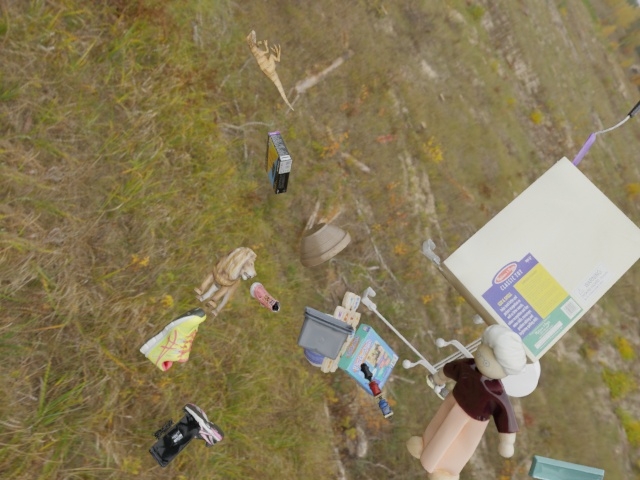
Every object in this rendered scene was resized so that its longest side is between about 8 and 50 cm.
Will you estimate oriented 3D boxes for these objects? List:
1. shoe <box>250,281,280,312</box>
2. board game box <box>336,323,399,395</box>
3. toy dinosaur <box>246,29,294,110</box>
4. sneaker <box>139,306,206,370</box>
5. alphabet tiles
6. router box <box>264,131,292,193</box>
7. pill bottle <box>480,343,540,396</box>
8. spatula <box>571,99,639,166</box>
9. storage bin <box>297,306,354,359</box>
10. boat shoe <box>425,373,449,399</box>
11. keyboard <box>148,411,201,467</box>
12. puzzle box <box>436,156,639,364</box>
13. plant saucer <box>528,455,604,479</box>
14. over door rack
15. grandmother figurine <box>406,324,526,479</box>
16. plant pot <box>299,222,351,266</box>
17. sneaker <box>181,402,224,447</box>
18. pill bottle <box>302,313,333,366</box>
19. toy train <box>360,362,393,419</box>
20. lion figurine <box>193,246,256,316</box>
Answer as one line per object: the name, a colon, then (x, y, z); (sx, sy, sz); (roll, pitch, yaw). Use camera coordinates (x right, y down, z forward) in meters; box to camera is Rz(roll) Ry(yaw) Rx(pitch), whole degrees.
shoe: (-0.226, 0.239, 1.992); (0.064, 0.081, 0.178); (-55, 148, -22)
board game box: (0.160, 0.395, 1.566); (0.160, 0.047, 0.210); (-55, 129, -19)
toy dinosaur: (-0.132, -0.444, 1.241); (0.212, 0.064, 0.112); (52, 40, -34)
sneaker: (-0.328, 0.234, 1.122); (0.094, 0.208, 0.081); (53, 26, 4)
alphabet tiles: (0.072, 0.322, 1.674); (0.278, 0.021, 0.285); (32, 75, -66)
router box: (-0.150, -0.268, 1.664); (0.046, 0.179, 0.133); (-14, 61, -19)
pill bottle: (0.512, 0.331, 1.295); (0.137, 0.136, 0.245); (68, 14, 3)
spatula: (0.739, -0.295, 1.184); (0.030, 0.296, 0.084); (54, 24, 22)
storage bin: (0.004, 0.237, 1.217); (0.135, 0.098, 0.091); (24, 90, -1)
boat shoe: (0.502, 0.616, 2.004); (0.152, 0.049, 0.056); (43, 30, -16)
keyboard: (-0.456, 0.603, 1.471); (0.100, 0.038, 0.192); (57, 26, 0)
puzzle box: (0.488, 0.032, 1.041); (0.408, 0.052, 0.272); (-37, 79, -15)
plant saucer: (0.685, 0.651, 1.329); (0.018, 0.191, 0.067); (-63, 162, -75)
over door rack: (0.275, 0.200, 1.184); (0.324, 0.239, 0.108); (51, 27, 4)
grandmother figurine: (0.283, 0.309, 0.897); (0.103, 0.343, 0.207); (-3, 31, -41)
plant pot: (0.000, 0.000, 1.988); (0.110, 0.237, 0.237); (59, 38, -14)
sneaker: (-0.427, 0.654, 1.676); (0.178, 0.077, 0.072); (43, -5, 6)
pill bottle: (0.003, 0.421, 1.961); (0.152, 0.272, 0.153); (3, 57, -4)
toy train: (0.143, 0.382, 1.224); (0.158, 0.027, 0.036); (60, -6, 37)
lion figurine: (-0.367, 0.154, 1.865); (0.142, 0.392, 0.240); (42, 69, -4)
